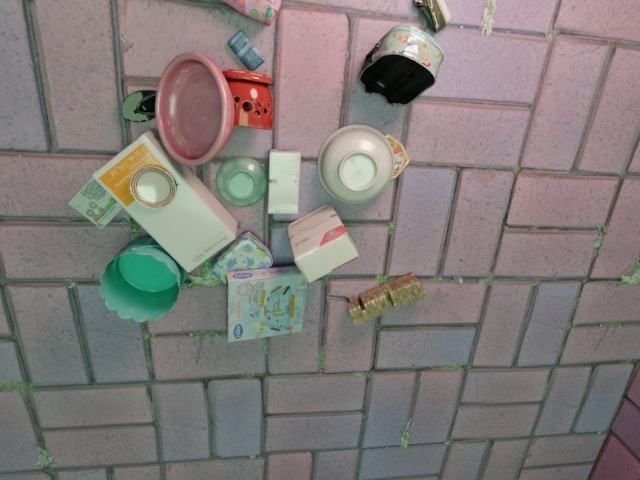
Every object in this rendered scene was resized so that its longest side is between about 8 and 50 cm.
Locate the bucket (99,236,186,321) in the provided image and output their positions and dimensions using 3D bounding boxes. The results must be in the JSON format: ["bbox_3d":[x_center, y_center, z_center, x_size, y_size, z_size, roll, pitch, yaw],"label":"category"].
[{"bbox_3d":[-0.632,0.131,1.467,0.281,0.183,0.281,-4,115,-7],"label":"bucket"}]

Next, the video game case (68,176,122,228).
[{"bbox_3d":[-0.799,-0.140,1.460,0.157,0.019,0.143,-42,112,10],"label":"video game case"}]

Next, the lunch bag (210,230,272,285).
[{"bbox_3d":[-0.305,0.088,1.590,0.219,0.090,0.176,-42,111,9],"label":"lunch bag"}]

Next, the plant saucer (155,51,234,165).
[{"bbox_3d":[-0.383,-0.400,1.259,0.332,0.084,0.332,8,103,34],"label":"plant saucer"}]

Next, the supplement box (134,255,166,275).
[{"bbox_3d":[-0.655,0.086,1.565,0.098,0.036,0.062,-23,114,1],"label":"supplement box"}]

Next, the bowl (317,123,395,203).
[{"bbox_3d":[0.135,-0.263,1.467,0.297,0.134,0.298,0,110,-1],"label":"bowl"}]

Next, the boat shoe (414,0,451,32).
[{"bbox_3d":[0.351,-0.798,1.332,0.070,0.078,0.219,-39,114,7],"label":"boat shoe"}]

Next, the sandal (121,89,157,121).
[{"bbox_3d":[-0.542,-0.459,1.348,0.254,0.054,0.097,-14,113,-3],"label":"sandal"}]

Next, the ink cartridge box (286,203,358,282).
[{"bbox_3d":[0.000,0.000,1.497,0.207,0.283,0.117,-28,117,4],"label":"ink cartridge box"}]

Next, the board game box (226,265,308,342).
[{"bbox_3d":[-0.217,0.255,1.627,0.317,0.066,0.319,-4,123,-20],"label":"board game box"}]

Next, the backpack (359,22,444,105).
[{"bbox_3d":[0.273,-0.578,1.318,0.225,0.253,0.191,23,87,-15],"label":"backpack"}]

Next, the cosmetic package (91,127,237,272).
[{"bbox_3d":[-0.526,-0.136,1.427,0.230,0.161,0.453,-36,113,7],"label":"cosmetic package"}]

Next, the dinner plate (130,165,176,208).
[{"bbox_3d":[-0.541,-0.172,1.311,0.141,0.017,0.141,-3,112,-7],"label":"dinner plate"}]

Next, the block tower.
[{"bbox_3d":[0.281,0.249,1.745,0.335,0.091,0.097,-22,114,0],"label":"block tower"}]

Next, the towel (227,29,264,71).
[{"bbox_3d":[-0.246,-0.625,1.339,0.067,0.029,0.119,-39,113,9],"label":"towel"}]

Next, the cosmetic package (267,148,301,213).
[{"bbox_3d":[-0.136,-0.217,1.494,0.117,0.085,0.231,0,111,-8],"label":"cosmetic package"}]

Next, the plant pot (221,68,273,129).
[{"bbox_3d":[-0.248,-0.459,1.320,0.191,0.191,0.174,4,108,-10],"label":"plant pot"}]

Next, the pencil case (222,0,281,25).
[{"bbox_3d":[-0.256,-0.776,1.227,0.284,0.124,0.124,24,107,-18],"label":"pencil case"}]

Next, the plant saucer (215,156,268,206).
[{"bbox_3d":[-0.292,-0.211,1.498,0.194,0.037,0.195,-3,113,-7],"label":"plant saucer"}]

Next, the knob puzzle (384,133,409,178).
[{"bbox_3d":[0.249,-0.308,1.544,0.213,0.030,0.213,-3,112,-7],"label":"knob puzzle"}]
